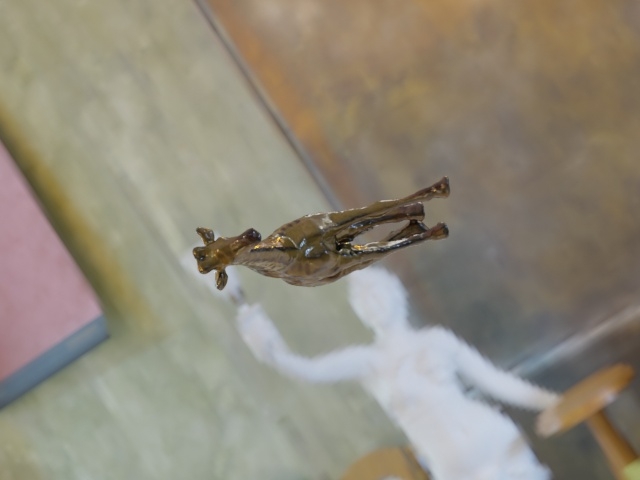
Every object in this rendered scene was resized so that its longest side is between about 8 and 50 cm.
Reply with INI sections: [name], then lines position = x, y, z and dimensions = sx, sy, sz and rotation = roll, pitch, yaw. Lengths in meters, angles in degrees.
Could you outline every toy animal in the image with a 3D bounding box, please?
[toy animal]
position = -0.006, 0.003, 1.281
dimensions = 0.275, 0.054, 0.149
rotation = -10, -10, -40
